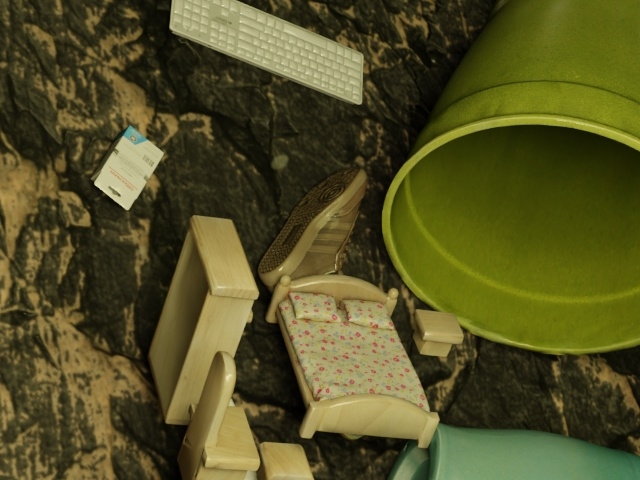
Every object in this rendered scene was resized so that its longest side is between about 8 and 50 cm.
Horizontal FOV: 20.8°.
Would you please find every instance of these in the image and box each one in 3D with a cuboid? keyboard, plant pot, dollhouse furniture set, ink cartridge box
[{"bbox_3d":[-0.058,-0.225,1.972,0.256,0.014,0.072,19,63,-29],"label":"keyboard"},{"bbox_3d":[0.283,-0.122,1.989,0.366,0.366,0.353,35,46,-20],"label":"plant pot"},{"bbox_3d":[0.031,0.105,1.706,0.355,0.174,0.303,6,34,-21],"label":"dollhouse furniture set"},{"bbox_3d":[0.198,0.312,1.812,0.255,0.271,0.272,22,61,-11],"label":"plant pot"},{"bbox_3d":[-0.204,-0.071,1.804,0.048,0.028,0.083,40,55,-17],"label":"ink cartridge box"}]

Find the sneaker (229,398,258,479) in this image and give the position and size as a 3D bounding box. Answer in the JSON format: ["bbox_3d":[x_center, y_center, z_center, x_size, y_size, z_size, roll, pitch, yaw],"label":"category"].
[{"bbox_3d":[-0.117,0.279,1.693,0.123,0.106,0.290,-6,62,-8],"label":"sneaker"}]

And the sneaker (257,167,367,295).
[{"bbox_3d":[0.000,0.000,1.911,0.188,0.066,0.071,-50,121,-31],"label":"sneaker"}]

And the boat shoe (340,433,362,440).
[{"bbox_3d":[0.062,0.156,1.896,0.050,0.045,0.135,34,57,-21],"label":"boat shoe"}]
